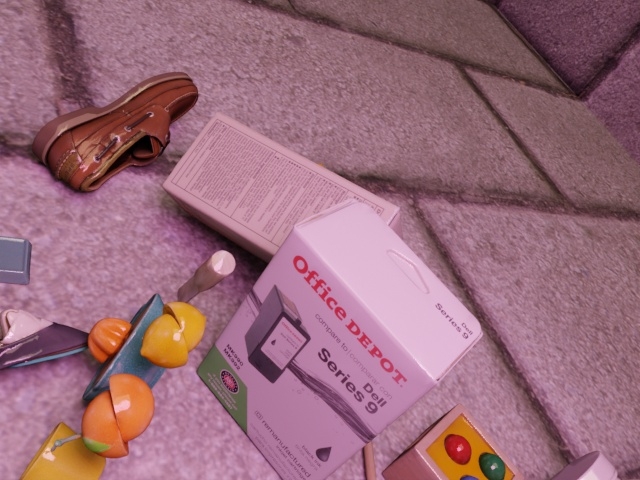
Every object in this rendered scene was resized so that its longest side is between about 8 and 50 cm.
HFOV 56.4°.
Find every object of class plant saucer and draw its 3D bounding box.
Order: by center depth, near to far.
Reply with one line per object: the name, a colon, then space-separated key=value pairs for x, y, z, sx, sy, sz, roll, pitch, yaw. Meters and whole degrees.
plant saucer: x=-0.441 y=0.012 z=0.695 sx=0.191 sy=0.018 sz=0.067 roll=8 pitch=46 yaw=-30

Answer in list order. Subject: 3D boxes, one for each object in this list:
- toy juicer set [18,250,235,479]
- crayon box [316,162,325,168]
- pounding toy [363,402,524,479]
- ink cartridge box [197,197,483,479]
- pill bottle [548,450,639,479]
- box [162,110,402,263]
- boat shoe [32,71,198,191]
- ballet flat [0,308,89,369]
toy juicer set: x=-0.191 y=0.098 z=0.638 sx=0.089 sy=0.209 sz=0.329 roll=37 pitch=38 yaw=-13
crayon box: x=0.000 y=0.000 z=0.984 sx=0.165 sy=0.081 sz=0.278 roll=-13 pitch=59 yaw=-44
pounding toy: x=0.137 y=0.299 z=0.767 sx=0.206 sy=0.094 sz=0.181 roll=-22 pitch=65 yaw=-47
ink cartridge box: x=0.007 y=0.128 z=0.689 sx=0.211 sy=0.289 sz=0.121 roll=47 pitch=39 yaw=14
pill bottle: x=0.427 y=0.444 z=0.763 sx=0.181 sy=0.182 sz=0.323 roll=-18 pitch=61 yaw=-46
box: x=-0.050 y=-0.040 z=0.850 sx=0.311 sy=0.121 sz=0.148 roll=32 pitch=79 yaw=19
boat shoe: x=-0.287 y=-0.166 z=0.933 sx=0.104 sy=0.111 sz=0.307 roll=43 pitch=48 yaw=3
ballet flat: x=-0.338 y=0.111 z=0.618 sx=0.203 sy=0.074 sz=0.074 roll=-18 pitch=62 yaw=-43
